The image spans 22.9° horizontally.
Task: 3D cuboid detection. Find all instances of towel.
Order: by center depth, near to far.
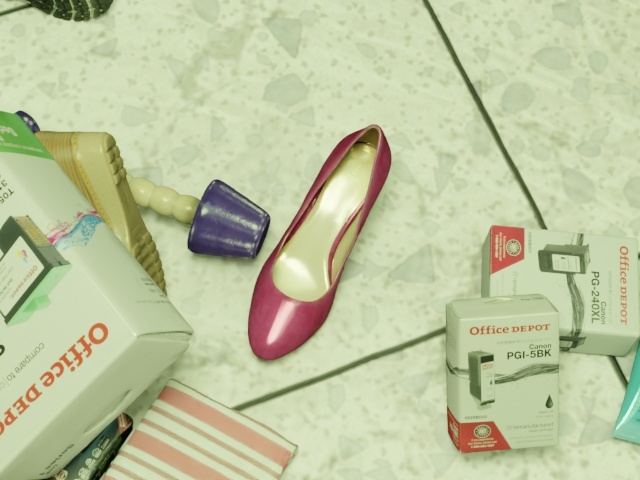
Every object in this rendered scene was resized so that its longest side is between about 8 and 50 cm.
[{"bbox_3d":[-0.128,0.238,1.465,0.144,0.029,0.197,28,64,8],"label":"towel"}]

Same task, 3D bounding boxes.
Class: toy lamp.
[{"bbox_3d":[-0.184,-0.050,1.561,0.275,0.080,0.080,19,66,4],"label":"toy lamp"}]

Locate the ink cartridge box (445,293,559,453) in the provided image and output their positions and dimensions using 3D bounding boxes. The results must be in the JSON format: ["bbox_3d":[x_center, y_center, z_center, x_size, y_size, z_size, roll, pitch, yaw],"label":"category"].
[{"bbox_3d":[0.171,0.125,1.485,0.099,0.056,0.135,-4,105,-6],"label":"ink cartridge box"}]

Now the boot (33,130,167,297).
[{"bbox_3d":[-0.267,0.022,1.520,0.207,0.090,0.248,-12,98,16],"label":"boot"}]

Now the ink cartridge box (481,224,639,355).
[{"bbox_3d":[0.237,0.049,1.559,0.151,0.063,0.109,5,66,-2],"label":"ink cartridge box"}]

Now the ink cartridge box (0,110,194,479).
[{"bbox_3d":[-0.281,0.048,1.399,0.201,0.117,0.278,-44,74,12],"label":"ink cartridge box"}]

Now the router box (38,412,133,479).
[{"bbox_3d":[-0.244,0.194,1.466,0.092,0.038,0.122,29,67,9],"label":"router box"}]

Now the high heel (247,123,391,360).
[{"bbox_3d":[0.000,0.000,1.531,0.082,0.117,0.244,31,67,9],"label":"high heel"}]

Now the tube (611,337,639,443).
[{"bbox_3d":[0.344,0.105,1.555,0.080,0.052,0.207,14,71,3],"label":"tube"}]

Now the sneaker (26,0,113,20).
[{"bbox_3d":[-0.292,-0.287,1.667,0.162,0.063,0.073,19,62,3],"label":"sneaker"}]
